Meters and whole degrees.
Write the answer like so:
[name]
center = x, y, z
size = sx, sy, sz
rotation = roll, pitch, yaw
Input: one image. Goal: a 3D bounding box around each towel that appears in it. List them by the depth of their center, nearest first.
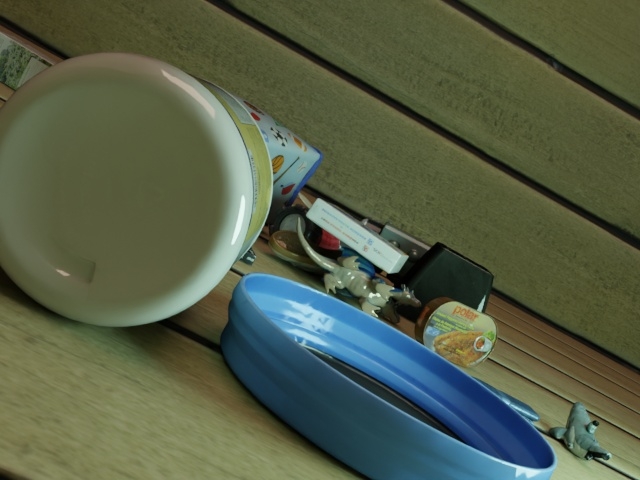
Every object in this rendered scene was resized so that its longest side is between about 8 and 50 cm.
[towel]
center = 0.285, 0.257, 1.417
size = 0.119, 0.029, 0.067
rotation = 28, 7, -8

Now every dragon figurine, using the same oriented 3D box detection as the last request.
[dragon figurine]
center = 0.057, 0.067, 1.633
size = 0.289, 0.085, 0.144
rotation = 33, 4, -5

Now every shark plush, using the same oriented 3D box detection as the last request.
[shark plush]
center = 0.419, 0.309, 1.424
size = 0.073, 0.067, 0.161
rotation = 30, 6, 5

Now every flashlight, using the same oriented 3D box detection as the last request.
[flashlight]
center = 0.000, 0.000, 1.896
size = 0.103, 0.103, 0.304
rotation = -12, -16, 22

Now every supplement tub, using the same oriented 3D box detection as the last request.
[supplement tub]
center = -0.174, -0.057, 0.905
size = 0.241, 0.241, 0.331
rotation = 29, 6, -2

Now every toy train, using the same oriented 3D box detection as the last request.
[toy train]
center = 0.216, 0.051, 2.088
size = 0.334, 0.142, 0.190
rotation = 29, -9, 3

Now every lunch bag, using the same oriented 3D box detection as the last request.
[lunch bag]
center = -0.249, -0.212, 1.836
size = 0.385, 0.239, 0.328
rotation = 40, 12, 22

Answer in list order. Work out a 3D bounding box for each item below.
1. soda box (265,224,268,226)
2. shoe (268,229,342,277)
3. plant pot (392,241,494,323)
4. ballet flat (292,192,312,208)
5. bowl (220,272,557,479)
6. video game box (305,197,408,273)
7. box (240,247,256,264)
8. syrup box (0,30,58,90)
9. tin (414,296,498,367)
[soda box]
center = -0.164, -0.096, 2.061
size = 0.053, 0.060, 0.169
rotation = 29, 5, -41
[shoe]
center = -0.019, 0.039, 1.714
size = 0.219, 0.058, 0.077
rotation = 19, 32, -40
[plant pot]
center = 0.267, 0.107, 1.905
size = 0.188, 0.167, 0.187
rotation = 29, 6, 1
[ballet flat]
center = -0.093, -0.096, 2.255
size = 0.247, 0.087, 0.083
rotation = 31, 7, 19
[bowl]
center = 0.067, 0.164, 0.972
size = 0.391, 0.077, 0.391
rotation = 29, 7, -4
[video game box]
center = 0.075, -0.007, 1.694
size = 0.187, 0.048, 0.205
rotation = 37, 5, 8
[box]
center = -0.146, 0.010, 1.495
size = 0.067, 0.018, 0.083
rotation = 27, 7, -17
[syrup box]
center = -0.650, -0.377, 1.972
size = 0.236, 0.093, 0.096
rotation = 31, 7, 17
[tin]
center = 0.247, 0.166, 1.619
size = 0.189, 0.106, 0.040
rotation = 25, 7, -37
